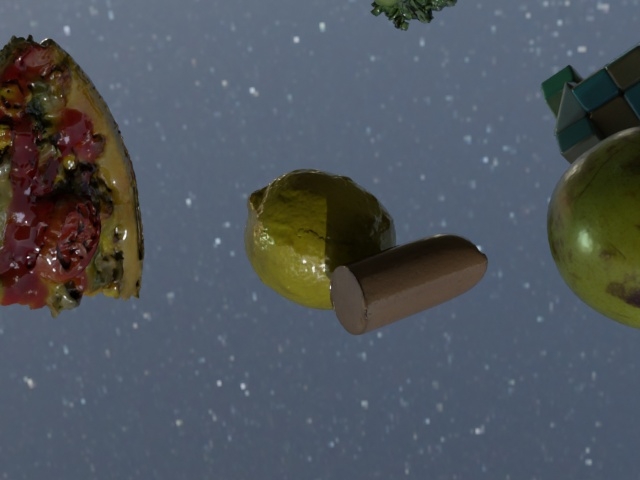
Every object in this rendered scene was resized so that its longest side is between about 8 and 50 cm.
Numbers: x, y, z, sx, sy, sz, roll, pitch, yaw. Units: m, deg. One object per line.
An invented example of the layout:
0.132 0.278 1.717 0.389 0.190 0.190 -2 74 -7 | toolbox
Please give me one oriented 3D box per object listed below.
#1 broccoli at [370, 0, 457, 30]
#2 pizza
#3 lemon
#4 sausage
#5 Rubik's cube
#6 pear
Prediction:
0.119 -0.372 1.703 0.165 0.145 0.304 -27 -172 18 | broccoli
-0.399 -0.011 1.580 0.130 0.440 0.406 14 -136 37 | pizza
-0.002 -0.001 2.159 0.260 0.284 0.260 -32 -139 33 | lemon
0.149 0.066 2.012 0.253 0.123 0.123 -17 -145 -25 | sausage
0.454 -0.185 1.821 0.213 0.224 0.265 -35 179 26 | Rubik's cube
0.431 -0.011 1.527 0.284 0.283 0.283 -4 -146 3 | pear
